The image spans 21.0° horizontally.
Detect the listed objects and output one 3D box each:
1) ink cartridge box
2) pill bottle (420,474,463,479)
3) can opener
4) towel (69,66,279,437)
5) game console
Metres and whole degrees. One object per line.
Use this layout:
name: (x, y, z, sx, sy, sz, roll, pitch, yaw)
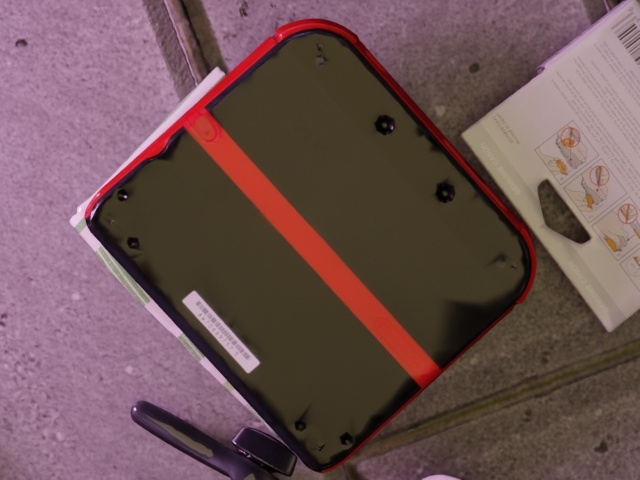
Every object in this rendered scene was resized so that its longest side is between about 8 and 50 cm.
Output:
ink cartridge box: (0.319, -0.079, 1.852, 0.239, 0.060, 0.275, -37, 94, -1)
pill bottle: (0.060, 0.393, 1.736, 0.318, 0.176, 0.176, -37, 95, -30)
can opener: (-0.119, 0.221, 1.841, 0.186, 0.059, 0.073, 24, 66, 4)
towel: (-0.075, 0.010, 1.843, 0.325, 0.038, 0.248, 44, 89, -5)
game console: (0.000, 0.000, 1.807, 0.342, 0.060, 0.386, -42, 95, 4)
